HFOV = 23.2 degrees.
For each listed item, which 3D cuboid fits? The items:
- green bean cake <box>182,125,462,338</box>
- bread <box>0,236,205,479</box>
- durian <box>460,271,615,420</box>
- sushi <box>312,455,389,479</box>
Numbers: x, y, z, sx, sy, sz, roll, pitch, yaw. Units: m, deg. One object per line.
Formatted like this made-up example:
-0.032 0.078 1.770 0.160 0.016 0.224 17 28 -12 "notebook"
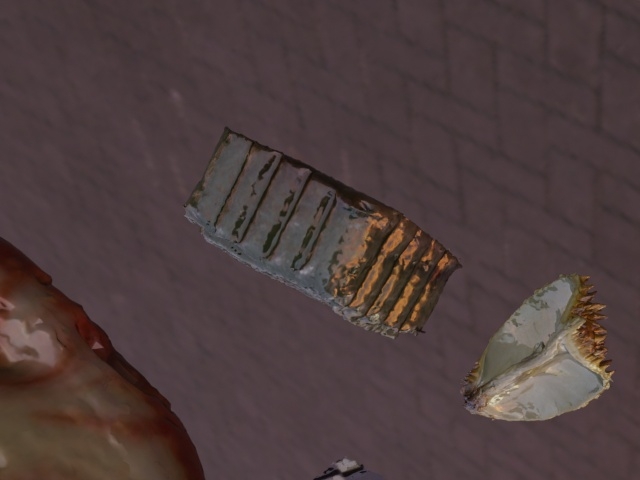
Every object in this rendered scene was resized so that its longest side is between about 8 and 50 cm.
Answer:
0.000 0.000 1.245 0.173 0.094 0.181 28 179 32 "green bean cake"
-0.165 0.151 0.574 0.328 0.295 0.114 49 147 19 "bread"
0.242 0.120 1.709 0.252 0.139 0.144 -32 73 50 "durian"
0.034 0.291 0.998 0.294 0.059 0.292 30 122 -28 "sushi"
